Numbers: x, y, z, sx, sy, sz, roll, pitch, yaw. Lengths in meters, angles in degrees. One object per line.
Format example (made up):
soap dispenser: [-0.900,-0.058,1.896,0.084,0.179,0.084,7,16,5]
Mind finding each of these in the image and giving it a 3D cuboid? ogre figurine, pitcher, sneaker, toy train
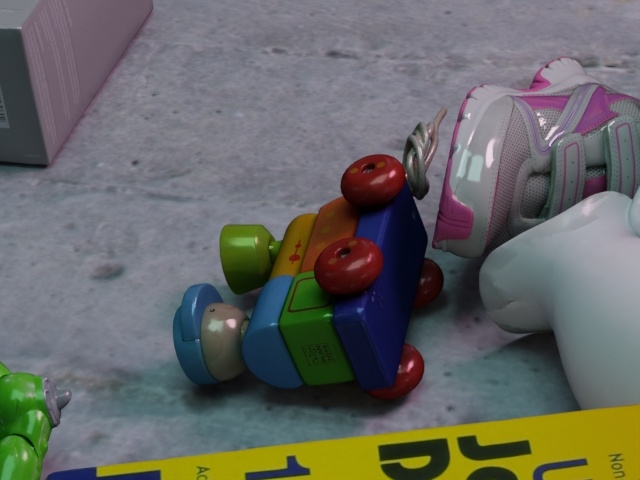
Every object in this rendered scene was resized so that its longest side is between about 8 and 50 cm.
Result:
ogre figurine: [-0.234,0.110,1.079,0.197,0.097,0.118,9,55,43]
pitcher: [0.211,0.036,1.057,0.178,0.125,0.207,-43,36,1]
sneaker: [0.159,-0.050,1.189,0.111,0.103,0.252,22,31,25]
toy train: [0.000,0.000,1.187,0.143,0.105,0.248,-9,35,20]

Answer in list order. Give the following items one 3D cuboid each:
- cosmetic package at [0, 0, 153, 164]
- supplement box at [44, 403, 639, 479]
cosmetic package: [-0.219,-0.175,1.420,0.107,0.127,0.238,3,36,14]
supplement box: [0.064,0.214,0.804,0.357,0.195,0.194,-7,37,-1]
